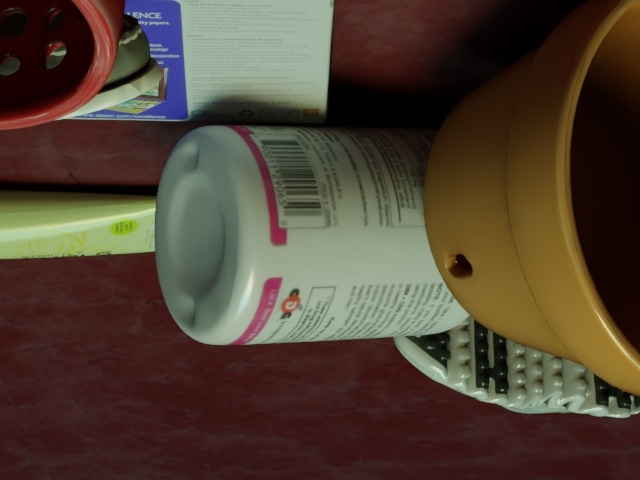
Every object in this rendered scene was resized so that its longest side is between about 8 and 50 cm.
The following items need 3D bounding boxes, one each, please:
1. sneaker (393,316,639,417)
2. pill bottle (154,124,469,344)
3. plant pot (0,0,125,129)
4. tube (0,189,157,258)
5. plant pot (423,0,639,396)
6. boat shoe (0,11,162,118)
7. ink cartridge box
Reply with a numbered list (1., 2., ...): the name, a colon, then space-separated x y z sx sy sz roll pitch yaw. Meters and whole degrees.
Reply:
1. sneaker: 0.177 0.119 1.791 0.292 0.110 0.118 18 158 -32
2. pill bottle: 0.032 -0.006 1.409 0.283 0.160 0.160 -1 158 -30
3. plant pot: -0.201 -0.182 1.054 0.191 0.174 0.191 2 150 1
4. tube: -0.233 -0.013 1.564 0.240 0.062 0.070 0 -164 -10
5. plant pot: 0.209 -0.029 1.297 0.291 0.291 0.203 17 166 -32
6. boat shoe: -0.245 -0.135 1.191 0.305 0.109 0.091 6 115 23
7. ink cartridge box: -0.092 -0.147 1.287 0.206 0.045 0.208 1 156 -2
